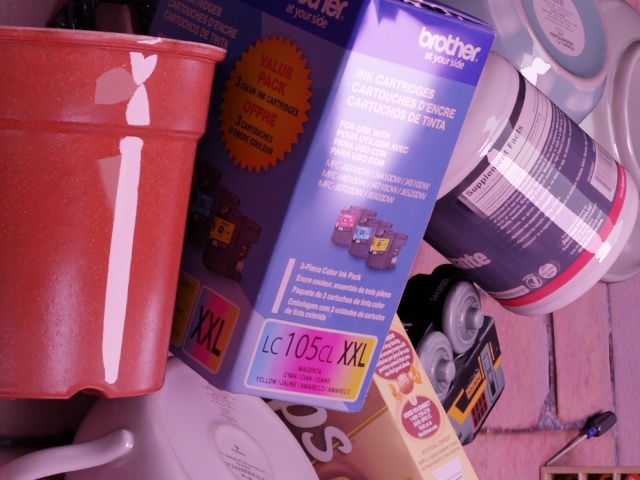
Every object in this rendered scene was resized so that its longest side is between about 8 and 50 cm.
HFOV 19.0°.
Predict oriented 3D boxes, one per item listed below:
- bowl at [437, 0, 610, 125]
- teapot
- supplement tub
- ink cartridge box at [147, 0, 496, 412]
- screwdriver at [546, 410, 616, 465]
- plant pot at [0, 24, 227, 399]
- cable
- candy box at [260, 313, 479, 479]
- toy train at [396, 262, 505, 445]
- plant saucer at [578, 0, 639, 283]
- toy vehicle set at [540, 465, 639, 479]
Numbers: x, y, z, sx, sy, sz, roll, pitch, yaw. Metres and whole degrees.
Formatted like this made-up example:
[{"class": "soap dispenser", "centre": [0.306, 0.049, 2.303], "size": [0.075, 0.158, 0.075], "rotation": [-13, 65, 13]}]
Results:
[{"class": "bowl", "centre": [0.200, -0.221, 2.085], "size": [0.311, 0.163, 0.311], "rotation": [27, 50, -39]}, {"class": "teapot", "centre": [-0.130, 0.232, 1.594], "size": [0.256, 0.187, 0.252], "rotation": [49, 21, -4]}, {"class": "supplement tub", "centre": [0.168, -0.069, 1.919], "size": [0.272, 0.191, 0.191], "rotation": [39, 52, -22]}, {"class": "ink cartridge box", "centre": [-0.030, -0.097, 1.557], "size": [0.151, 0.270, 0.395], "rotation": [14, 101, -41]}, {"class": "screwdriver", "centre": [0.327, 0.249, 2.384], "size": [0.170, 0.025, 0.024], "rotation": [-27, 108, -54]}, {"class": "plant pot", "centre": [-0.214, -0.020, 1.452], "size": [0.272, 0.272, 0.265], "rotation": [1, 92, -55]}, {"class": "cable", "centre": [-0.169, -0.167, 1.714], "size": [0.184, 0.047, 0.150], "rotation": [48, 43, -38]}, {"class": "candy box", "centre": [0.016, 0.175, 1.723], "size": [0.087, 0.183, 0.316], "rotation": [-18, 81, -56]}, {"class": "toy train", "centre": [0.083, 0.170, 1.952], "size": [0.334, 0.142, 0.190], "rotation": [-53, 137, -44]}, {"class": "plant saucer", "centre": [0.397, -0.146, 2.480], "size": [0.400, 0.100, 0.400], "rotation": [11, 76, -54]}, {"class": "toy vehicle set", "centre": [0.340, 0.400, 2.255], "size": [0.035, 0.166, 0.267], "rotation": [15, 73, -54]}]
